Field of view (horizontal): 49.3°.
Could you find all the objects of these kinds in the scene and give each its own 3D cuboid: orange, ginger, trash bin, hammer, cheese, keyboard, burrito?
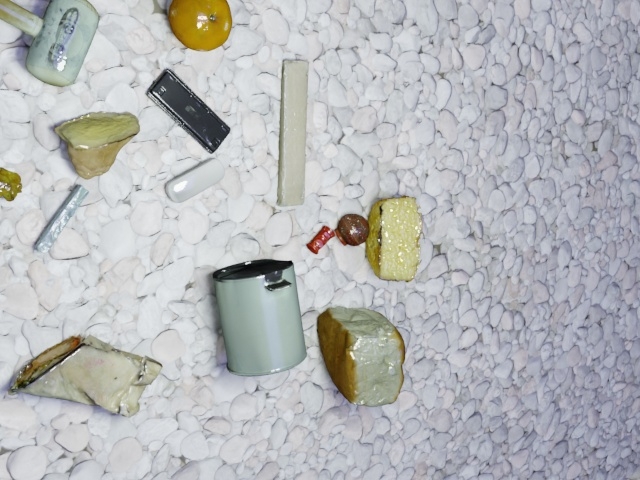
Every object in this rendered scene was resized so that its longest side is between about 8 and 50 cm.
[{"bbox_3d":[-0.283,-0.532,1.668,0.156,0.124,0.156,-6,102,-30],"label":"orange"},{"bbox_3d":[-0.498,-0.221,1.620,0.193,0.115,0.122,-28,137,-35],"label":"ginger"},{"bbox_3d":[-0.159,0.198,1.840,0.217,0.277,0.262,-14,101,-33],"label":"trash bin"},{"bbox_3d":[-0.635,-0.467,1.461,0.306,0.113,0.201,23,84,-30],"label":"hammer"},{"bbox_3d":[-0.075,-0.291,1.919,0.085,0.034,0.399,-4,102,-34],"label":"cheese"},{"bbox_3d":[-0.327,-0.319,1.746,0.230,0.025,0.093,44,73,-33],"label":"keyboard"},{"bbox_3d":[-0.557,0.319,1.687,0.348,0.107,0.174,24,71,-38],"label":"burrito"}]

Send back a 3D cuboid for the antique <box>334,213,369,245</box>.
[{"bbox_3d":[0.097,-0.032,2.055,0.104,0.104,0.104,-8,105,-33],"label":"antique"}]

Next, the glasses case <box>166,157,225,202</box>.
[{"bbox_3d":[-0.318,-0.154,1.779,0.164,0.041,0.063,-34,116,-23],"label":"glasses case"}]

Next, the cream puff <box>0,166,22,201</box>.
[{"bbox_3d":[-0.693,-0.123,1.519,0.083,0.058,0.083,-45,120,-20],"label":"cream puff"}]

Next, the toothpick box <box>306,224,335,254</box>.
[{"bbox_3d":[0.000,0.000,2.026,0.083,0.047,0.047,-48,122,-17],"label":"toothpick box"}]

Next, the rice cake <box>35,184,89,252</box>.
[{"bbox_3d":[-0.597,-0.050,1.611,0.030,0.042,0.180,39,79,-37],"label":"rice cake"}]

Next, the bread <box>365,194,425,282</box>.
[{"bbox_3d":[0.215,-0.007,2.119,0.161,0.147,0.260,-6,97,-24],"label":"bread"}]

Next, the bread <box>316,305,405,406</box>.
[{"bbox_3d":[0.125,0.345,2.078,0.225,0.250,0.278,-8,111,-25],"label":"bread"}]
